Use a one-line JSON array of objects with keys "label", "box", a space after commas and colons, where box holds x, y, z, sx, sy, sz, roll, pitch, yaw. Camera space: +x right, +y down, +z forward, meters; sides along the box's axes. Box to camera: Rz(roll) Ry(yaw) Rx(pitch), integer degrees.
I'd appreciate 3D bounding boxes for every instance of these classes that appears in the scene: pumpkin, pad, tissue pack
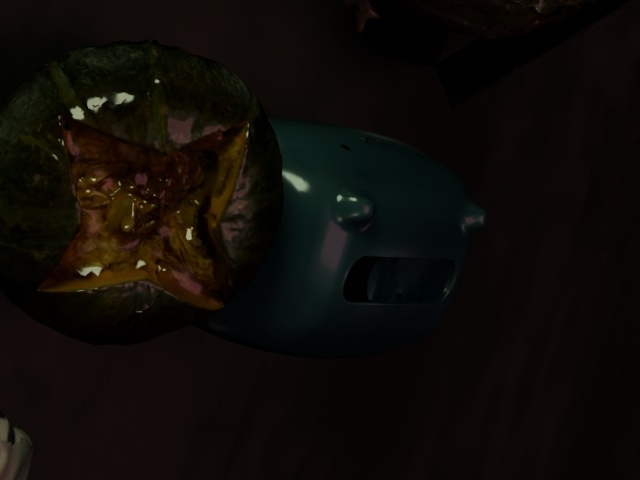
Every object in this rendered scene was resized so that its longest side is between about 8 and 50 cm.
[{"label": "pumpkin", "box": [-0.145, -0.039, 1.461, 0.238, 0.159, 0.238, -5, 104, -21]}, {"label": "pad", "box": [0.267, -0.234, 1.773, 0.007, 0.367, 0.247, 57, 8, -12]}, {"label": "tissue pack", "box": [0.000, 0.000, 1.664, 0.287, 0.206, 0.198, 7, 100, -54]}]

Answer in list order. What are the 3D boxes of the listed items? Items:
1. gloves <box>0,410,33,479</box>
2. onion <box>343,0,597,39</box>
[{"label": "gloves", "box": [-0.295, 0.167, 1.421, 0.127, 0.111, 0.212, -49, 149, 9]}, {"label": "onion", "box": [0.146, -0.314, 1.634, 0.354, 0.354, 0.353, -27, 125, -46]}]
